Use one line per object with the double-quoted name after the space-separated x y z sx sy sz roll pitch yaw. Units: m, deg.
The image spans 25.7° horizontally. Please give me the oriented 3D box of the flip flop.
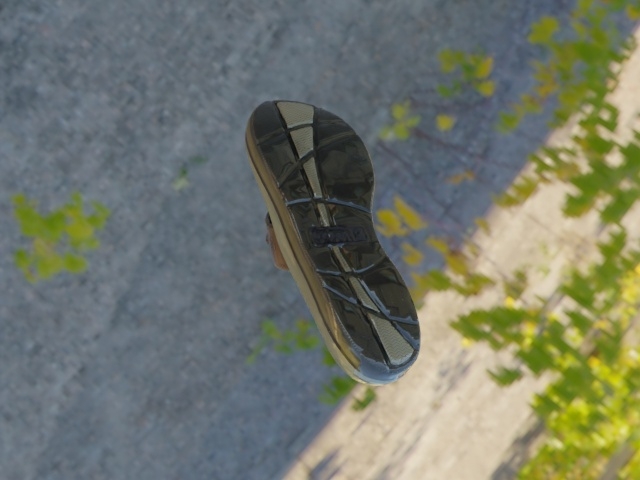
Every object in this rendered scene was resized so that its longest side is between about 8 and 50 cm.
0.000 0.000 1.130 0.112 0.277 0.080 -1 148 -34 "flip flop"
